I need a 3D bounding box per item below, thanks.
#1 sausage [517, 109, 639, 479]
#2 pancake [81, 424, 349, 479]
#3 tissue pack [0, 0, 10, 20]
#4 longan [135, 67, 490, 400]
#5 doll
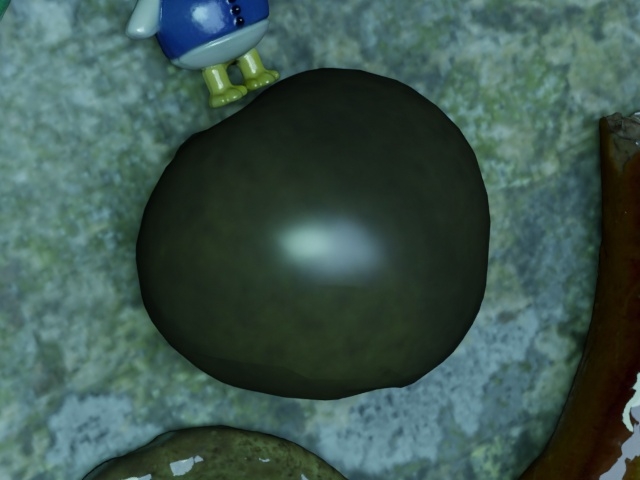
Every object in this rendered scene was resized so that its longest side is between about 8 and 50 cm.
[{"bbox_3d":[0.179,0.071,1.020,0.102,0.076,0.302,14,88,-17],"label":"sausage"},{"bbox_3d":[-0.066,0.253,0.952,0.288,0.033,0.286,-44,110,-15],"label":"pancake"},{"bbox_3d":[-0.253,-0.148,0.769,0.228,0.128,0.311,28,85,-27],"label":"tissue pack"},{"bbox_3d":[0.000,0.000,0.886,0.189,0.189,0.189,-3,97,-24],"label":"longan"},{"bbox_3d":[-0.066,-0.141,0.898,0.098,0.057,0.143,-25,100,-31],"label":"doll"}]
